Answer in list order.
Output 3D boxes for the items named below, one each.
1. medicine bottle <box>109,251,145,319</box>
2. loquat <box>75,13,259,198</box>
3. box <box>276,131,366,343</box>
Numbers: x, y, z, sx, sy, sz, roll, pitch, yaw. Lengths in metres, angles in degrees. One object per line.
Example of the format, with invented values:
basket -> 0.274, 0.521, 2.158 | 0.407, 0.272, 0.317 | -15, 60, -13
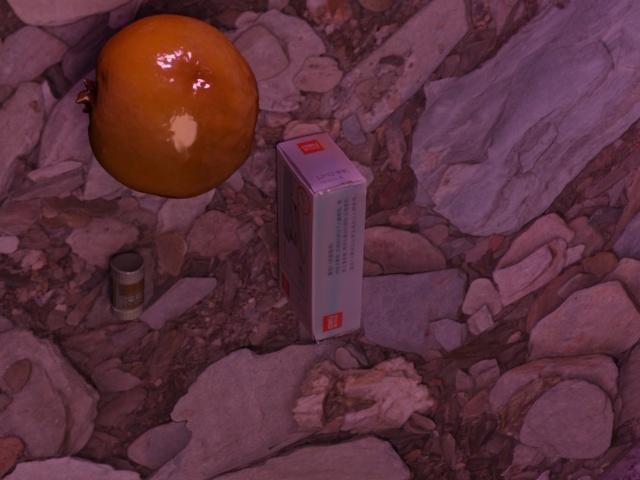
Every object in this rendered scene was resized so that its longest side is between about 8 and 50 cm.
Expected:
medicine bottle -> -0.259, 0.062, 1.444 | 0.047, 0.047, 0.083 | -10, 128, -23
loquat -> -0.170, -0.148, 1.225 | 0.208, 0.208, 0.208 | -15, 131, -18
box -> 0.000, 0.000, 1.478 | 0.079, 0.135, 0.269 | -15, 132, -19
